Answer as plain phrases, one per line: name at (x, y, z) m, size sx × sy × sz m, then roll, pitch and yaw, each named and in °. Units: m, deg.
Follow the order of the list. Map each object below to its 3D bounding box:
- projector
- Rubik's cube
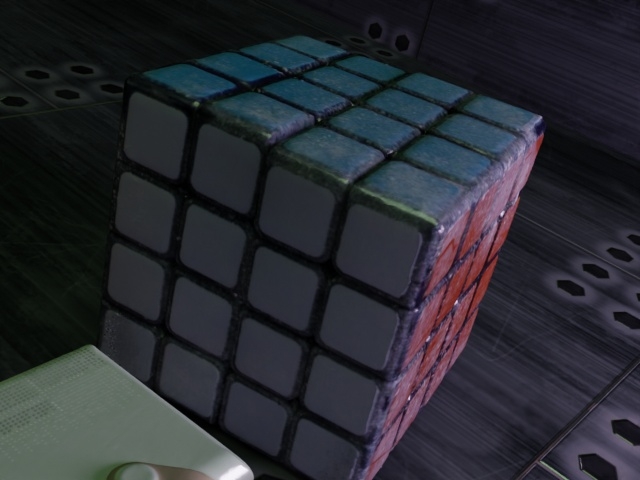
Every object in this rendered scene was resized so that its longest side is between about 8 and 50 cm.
projector at (-0.179, 0.211, 0.617) m, size 0.242 × 0.163 × 0.177 m, roll 29°, pitch 33°, yaw 29°
Rubik's cube at (0.000, 0.000, 0.882) m, size 0.337 × 0.344 × 0.344 m, roll 24°, pitch 30°, yaw 18°
